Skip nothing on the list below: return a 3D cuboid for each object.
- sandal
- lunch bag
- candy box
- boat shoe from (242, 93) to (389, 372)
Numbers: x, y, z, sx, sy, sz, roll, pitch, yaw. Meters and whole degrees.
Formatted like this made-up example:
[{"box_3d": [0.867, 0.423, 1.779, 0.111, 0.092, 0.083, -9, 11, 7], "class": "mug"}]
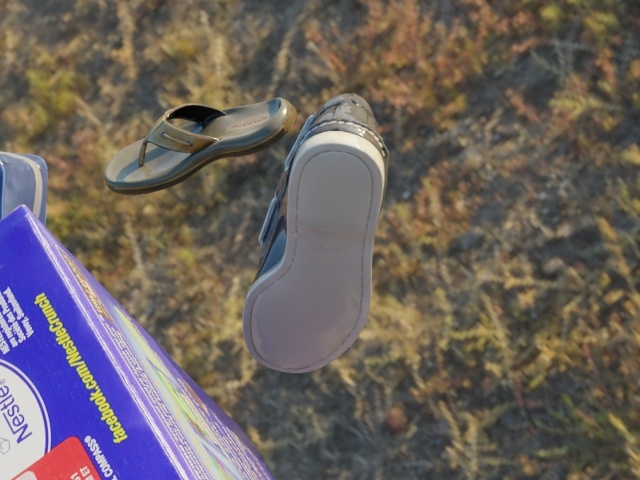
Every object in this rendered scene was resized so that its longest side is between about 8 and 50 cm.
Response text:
[{"box_3d": [-0.133, -0.111, 1.483, 0.219, 0.060, 0.090, -15, 38, 21], "class": "sandal"}, {"box_3d": [-0.249, -0.033, 1.022, 0.098, 0.065, 0.067, 8, 95, 24], "class": "lunch bag"}, {"box_3d": [-0.076, 0.173, 0.734, 0.122, 0.317, 0.268, -36, 57, -2], "class": "candy box"}, {"box_3d": [0.000, 0.000, 0.858, 0.065, 0.075, 0.206, -82, 5, -46], "class": "boat shoe"}]
